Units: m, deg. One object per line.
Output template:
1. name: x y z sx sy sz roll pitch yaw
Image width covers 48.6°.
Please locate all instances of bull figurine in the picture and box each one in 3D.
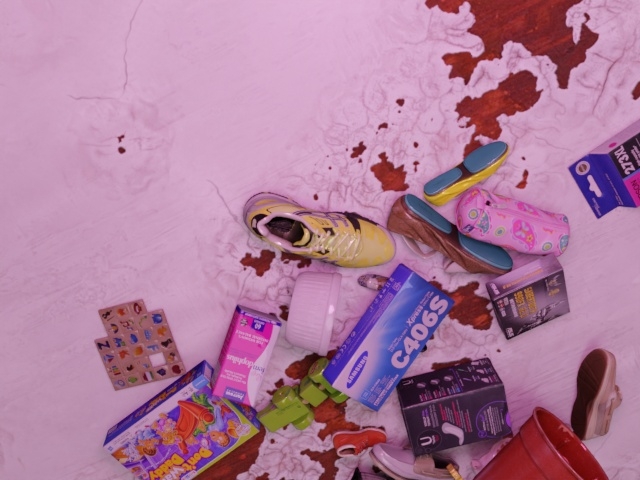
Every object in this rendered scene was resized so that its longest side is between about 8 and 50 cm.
1. bull figurine: 0.576 0.602 2.004 0.310 0.101 0.188 8 109 -7

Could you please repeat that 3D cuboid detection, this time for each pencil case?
1. pencil case: 0.465 -0.041 1.712 0.284 0.124 0.124 16 110 -20

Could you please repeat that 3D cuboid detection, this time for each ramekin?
1. ramekin: -0.019 0.172 1.734 0.109 0.207 0.207 11 111 0

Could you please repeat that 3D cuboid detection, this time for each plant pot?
1. plant pot: 0.556 0.622 1.840 0.272 0.272 0.265 38 108 -17

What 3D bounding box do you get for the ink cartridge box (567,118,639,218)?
1. ink cartridge box: 0.809 -0.210 1.725 0.371 0.069 0.176 -34 111 11

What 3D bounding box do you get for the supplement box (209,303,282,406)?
1. supplement box: -0.189 0.286 1.773 0.111 0.114 0.220 19 89 -12

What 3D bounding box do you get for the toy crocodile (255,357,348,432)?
1. toy crocodile: -0.025 0.399 1.883 0.340 0.105 0.115 -38 110 15

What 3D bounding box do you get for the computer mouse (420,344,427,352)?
1. computer mouse: 0.184 0.315 1.889 0.106 0.042 0.193 40 103 -19

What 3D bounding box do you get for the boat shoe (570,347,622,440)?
1. boat shoe: 0.772 0.422 1.950 0.098 0.109 0.302 -4 118 -9

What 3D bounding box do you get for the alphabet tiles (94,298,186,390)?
1. alphabet tiles: -0.478 0.269 1.832 0.198 0.009 0.237 -14 111 3

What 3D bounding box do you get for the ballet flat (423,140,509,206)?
1. ballet flat: 0.356 -0.155 1.709 0.231 0.077 0.077 -31 132 11

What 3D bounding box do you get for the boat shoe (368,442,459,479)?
1. boat shoe: 0.264 0.615 1.976 0.302 0.113 0.103 30 102 -33

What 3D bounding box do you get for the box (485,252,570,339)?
1. box: 0.527 0.147 1.789 0.183 0.056 0.231 -25 141 6

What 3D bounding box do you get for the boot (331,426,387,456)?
1. boot: 0.113 0.564 1.961 0.157 0.085 0.059 -4 109 -6

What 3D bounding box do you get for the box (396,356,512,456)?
1. box: 0.354 0.444 1.900 0.270 0.143 0.165 -14 110 1

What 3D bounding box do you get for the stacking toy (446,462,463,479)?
1. stacking toy: 0.351 0.729 1.981 0.167 0.052 0.221 -40 131 -1

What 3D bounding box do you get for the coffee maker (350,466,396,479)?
1. coffee maker: 0.172 0.741 2.032 0.178 0.120 0.171 12 134 -8

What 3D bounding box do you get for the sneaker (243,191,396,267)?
1. sneaker: 0.000 0.000 1.694 0.384 0.147 0.145 12 108 -11

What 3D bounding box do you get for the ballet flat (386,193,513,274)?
1. ballet flat: 0.308 0.011 1.753 0.342 0.116 0.124 28 127 -14

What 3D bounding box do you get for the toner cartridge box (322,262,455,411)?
1. toner cartridge box: 0.173 0.246 1.787 0.165 0.075 0.348 34 91 -26

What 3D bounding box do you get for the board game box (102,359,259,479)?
1. board game box: -0.369 0.511 1.902 0.347 0.078 0.233 -37 110 10

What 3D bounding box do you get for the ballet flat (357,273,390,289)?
1. ballet flat: 0.152 0.109 1.807 0.114 0.041 0.041 5 111 -7
